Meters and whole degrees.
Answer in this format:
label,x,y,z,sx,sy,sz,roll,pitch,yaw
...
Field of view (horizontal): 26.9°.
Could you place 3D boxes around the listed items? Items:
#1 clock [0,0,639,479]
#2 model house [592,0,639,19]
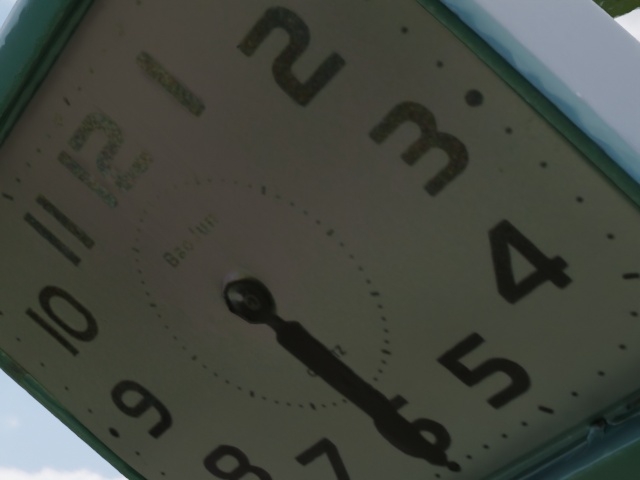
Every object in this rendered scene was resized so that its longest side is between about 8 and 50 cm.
label,x,y,z,sx,sy,sz,roll,pitch,yaw
clock,0.000,0.000,0.437,0.231,0.116,0.262,41,-44,-5
model house,0.200,-0.239,0.952,0.189,0.214,0.195,-27,-29,5
